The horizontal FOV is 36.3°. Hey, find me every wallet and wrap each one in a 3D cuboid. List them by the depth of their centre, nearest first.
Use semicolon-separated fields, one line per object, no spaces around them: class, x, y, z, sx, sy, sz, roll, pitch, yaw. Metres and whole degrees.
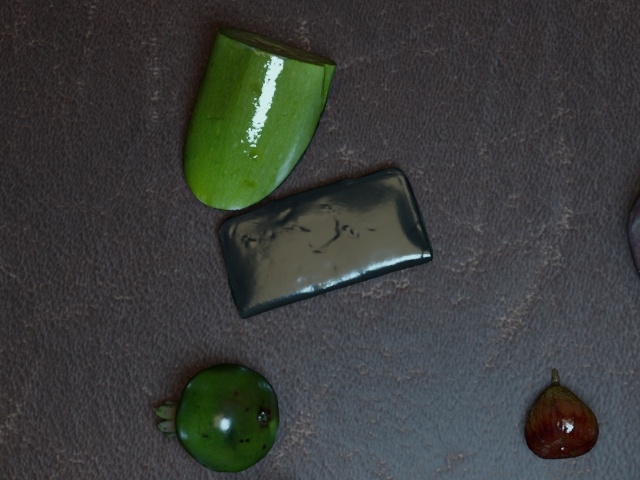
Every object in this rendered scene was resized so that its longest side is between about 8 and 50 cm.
wallet;0.000;0.000;1.758;0.378;0.051;0.197;-18;78;3

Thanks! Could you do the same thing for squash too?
squash;-0.130;-0.214;1.822;0.234;0.210;0.309;20;108;10

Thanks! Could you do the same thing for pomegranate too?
pomegranate;-0.181;0.299;1.654;0.225;0.187;0.187;-6;74;30

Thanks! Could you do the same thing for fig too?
fig;0.398;0.284;1.608;0.119;0.119;0.153;2;77;7

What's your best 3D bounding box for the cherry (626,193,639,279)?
cherry;0.642;-0.002;1.601;0.307;0.221;0.261;-17;83;-11
